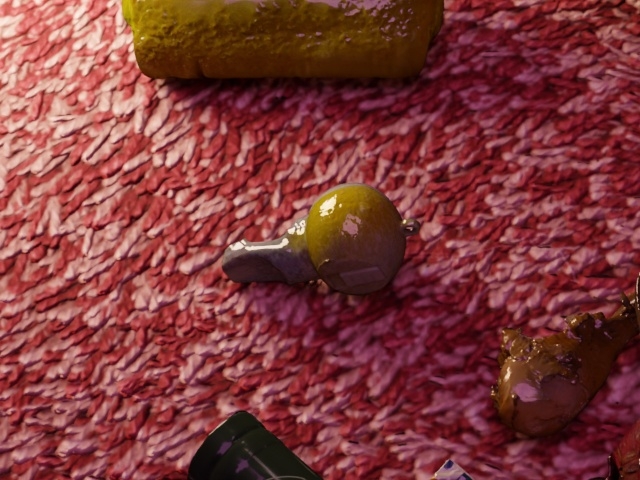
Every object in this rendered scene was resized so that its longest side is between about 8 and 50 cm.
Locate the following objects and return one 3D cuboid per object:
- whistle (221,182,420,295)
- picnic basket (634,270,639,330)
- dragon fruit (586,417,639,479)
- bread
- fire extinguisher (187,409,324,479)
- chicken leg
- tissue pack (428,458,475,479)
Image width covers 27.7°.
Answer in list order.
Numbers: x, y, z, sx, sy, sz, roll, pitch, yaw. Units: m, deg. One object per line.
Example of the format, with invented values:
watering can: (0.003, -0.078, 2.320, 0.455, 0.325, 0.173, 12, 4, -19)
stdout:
whistle: (0.000, 0.000, 1.383, 0.223, 0.123, 0.123, -11, 60, 19)
picnic basket: (0.376, 0.080, 1.267, 0.128, 0.138, 0.179, -1, 64, 0)
dragon fruit: (0.370, 0.228, 1.167, 0.282, 0.211, 0.147, -30, 52, 21)
bread: (-0.048, -0.273, 1.512, 0.383, 0.112, 0.166, 1, 75, 8)
fire extinguisher: (0.006, 0.299, 1.230, 0.311, 0.095, 0.114, 37, 116, 24)
chicken leg: (0.249, 0.115, 1.305, 0.207, 0.085, 0.101, -36, 50, -22)
tissue pack: (0.142, 0.258, 1.247, 0.042, 0.062, 0.083, -41, 65, -18)
